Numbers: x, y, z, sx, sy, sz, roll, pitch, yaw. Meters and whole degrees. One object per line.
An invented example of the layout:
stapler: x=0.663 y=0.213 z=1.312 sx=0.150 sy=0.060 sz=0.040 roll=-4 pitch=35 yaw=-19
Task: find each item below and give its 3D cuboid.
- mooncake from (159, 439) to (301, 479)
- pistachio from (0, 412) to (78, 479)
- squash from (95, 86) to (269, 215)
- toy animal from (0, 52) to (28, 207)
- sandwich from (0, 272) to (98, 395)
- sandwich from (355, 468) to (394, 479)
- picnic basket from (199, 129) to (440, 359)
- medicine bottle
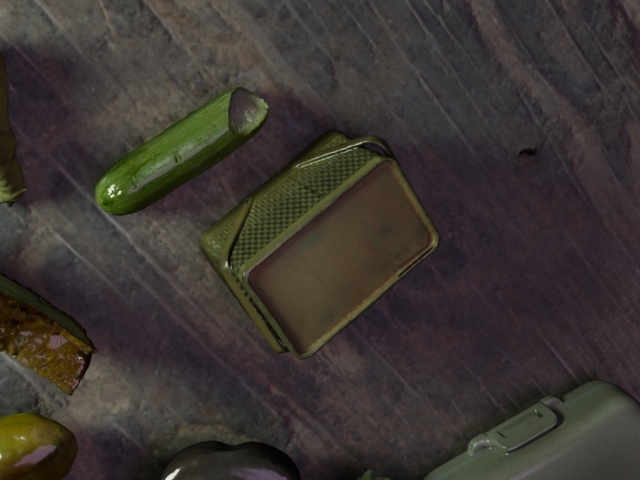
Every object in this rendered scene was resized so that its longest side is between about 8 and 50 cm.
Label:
mooncake: x=-0.111 y=0.368 z=1.799 sx=0.245 sy=0.133 sz=0.245 roll=0 pitch=94 yaw=1
pistachio: x=-0.381 y=0.269 z=1.683 sx=0.189 sy=0.100 sz=0.110 roll=-35 pitch=98 yaw=-3
squash: x=-0.162 y=-0.106 z=1.678 sx=0.239 sy=0.069 sz=0.069 roll=-34 pitch=120 yaw=-12
toy animal: x=-0.377 y=-0.128 z=1.557 sx=0.101 sy=0.103 sz=0.219 roll=-25 pitch=115 yaw=-45
sandwich: x=-0.367 y=0.075 z=1.568 sx=0.214 sy=0.186 sz=0.065 roll=33 pitch=88 yaw=-34
sandwich: x=0.099 y=0.469 z=1.924 sx=0.262 sy=0.131 sz=0.325 roll=-5 pitch=116 yaw=11
picnic basket: x=0.000 y=0.000 z=1.758 sx=0.266 sy=0.139 sz=0.165 roll=-40 pitch=121 yaw=-10
medicine bottle: x=0.326 y=0.380 z=2.070 sx=0.375 sy=0.123 sz=0.282 roll=-26 pitch=115 yaw=-15
